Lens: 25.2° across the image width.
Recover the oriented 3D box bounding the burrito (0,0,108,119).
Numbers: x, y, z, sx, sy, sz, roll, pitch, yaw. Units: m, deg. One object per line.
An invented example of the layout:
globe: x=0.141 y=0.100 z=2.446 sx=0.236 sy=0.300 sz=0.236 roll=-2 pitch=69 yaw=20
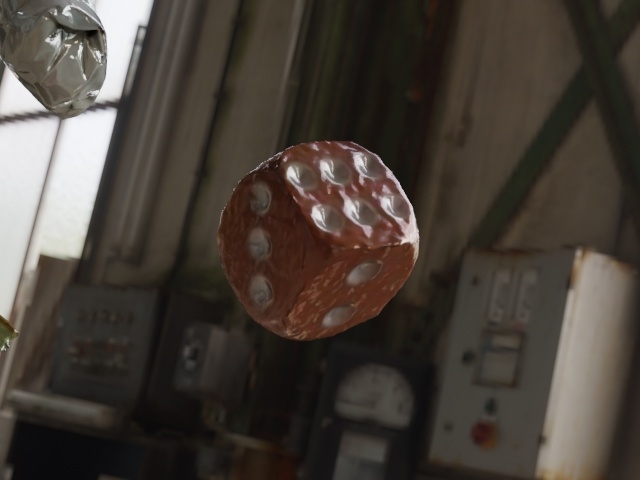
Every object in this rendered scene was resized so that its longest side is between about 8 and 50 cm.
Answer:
burrito: x=-0.285 y=-0.261 z=1.356 sx=0.139 sy=0.101 sz=0.445 roll=57 pitch=0 yaw=-42

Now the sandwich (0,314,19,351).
sandwich: x=-0.411 y=0.090 z=1.443 sx=0.244 sy=0.090 sz=0.088 roll=-9 pitch=-55 yaw=44

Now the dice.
dice: x=0.000 y=0.000 z=1.682 sx=0.175 sy=0.174 sz=0.179 roll=-4 pitch=-35 yaw=-40
